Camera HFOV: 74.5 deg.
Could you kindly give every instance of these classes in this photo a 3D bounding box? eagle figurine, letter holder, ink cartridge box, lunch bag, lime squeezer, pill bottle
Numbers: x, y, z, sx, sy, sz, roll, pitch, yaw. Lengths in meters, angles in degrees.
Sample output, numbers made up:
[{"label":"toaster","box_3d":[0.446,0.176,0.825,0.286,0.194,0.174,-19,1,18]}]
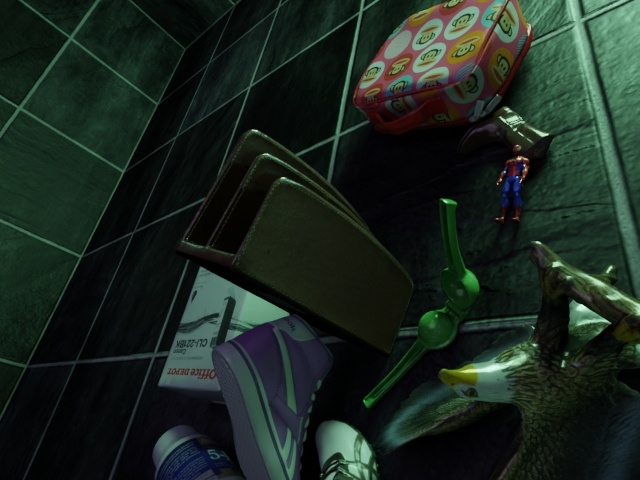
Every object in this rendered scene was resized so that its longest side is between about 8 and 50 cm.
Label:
[{"label":"eagle figurine","box_3d":[0.195,0.160,0.406,0.226,0.225,0.298,-42,-28,-64]},{"label":"letter holder","box_3d":[0.000,0.000,0.597,0.152,0.302,0.214,9,68,49]},{"label":"ink cartridge box","box_3d":[-0.169,0.162,0.802,0.197,0.114,0.272,-13,54,39]},{"label":"lunch bag","box_3d":[0.199,-0.300,0.762,0.293,0.120,0.258,13,69,53]},{"label":"lime squeezer","box_3d":[0.147,0.097,0.543,0.059,0.110,0.310,35,120,36]},{"label":"pill bottle","box_3d":[-0.195,0.378,0.666,0.187,0.112,0.112,16,74,50]}]

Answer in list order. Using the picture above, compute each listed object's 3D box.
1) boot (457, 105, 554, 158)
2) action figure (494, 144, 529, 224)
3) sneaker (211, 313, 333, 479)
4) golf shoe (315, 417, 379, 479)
[{"label":"boot","box_3d":[0.278,-0.145,0.641,0.106,0.037,0.114,-42,44,17]},{"label":"action figure","box_3d":[0.269,-0.081,0.589,0.038,0.030,0.115,-2,68,51]},{"label":"sneaker","box_3d":[-0.036,0.237,0.578,0.161,0.282,0.102,-23,26,-38]},{"label":"golf shoe","box_3d":[0.029,0.297,0.512,0.077,0.094,0.198,-49,36,8]}]
